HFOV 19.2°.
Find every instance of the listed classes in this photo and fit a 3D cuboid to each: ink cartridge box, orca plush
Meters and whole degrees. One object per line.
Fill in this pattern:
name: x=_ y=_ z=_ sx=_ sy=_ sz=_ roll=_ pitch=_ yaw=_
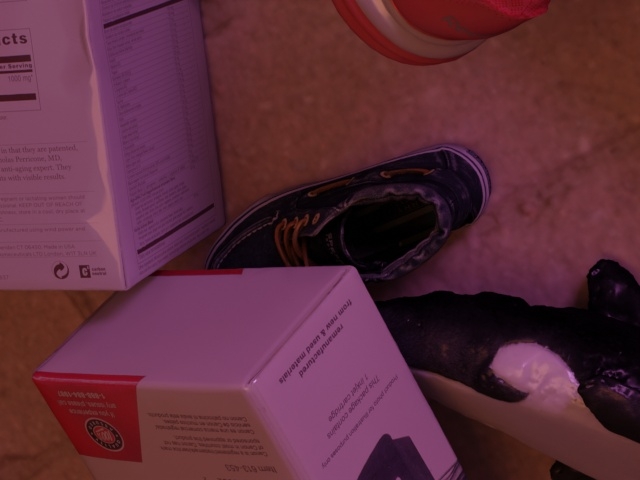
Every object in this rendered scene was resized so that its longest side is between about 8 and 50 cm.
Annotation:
ink cartridge box: x=-0.017 y=0.136 z=1.007 sx=0.172 sy=0.100 sz=0.237 roll=-2 pitch=125 yaw=44
orca plush: x=0.132 y=0.061 z=1.013 sx=0.287 sy=0.102 sz=0.151 roll=14 pitch=156 yaw=28

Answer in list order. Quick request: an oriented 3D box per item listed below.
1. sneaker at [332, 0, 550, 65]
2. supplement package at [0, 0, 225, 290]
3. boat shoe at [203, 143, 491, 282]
sneaker: x=0.079 y=-0.236 z=0.827 sx=0.136 sy=0.116 sz=0.314 roll=2 pitch=92 yaw=63
supplement package: x=-0.149 y=-0.107 z=1.024 sx=0.134 sy=0.139 sz=0.244 roll=-1 pitch=104 yaw=21
boat shoe: x=0.000 y=0.000 z=1.027 sx=0.183 sy=0.083 sz=0.065 roll=-24 pitch=96 yaw=26
